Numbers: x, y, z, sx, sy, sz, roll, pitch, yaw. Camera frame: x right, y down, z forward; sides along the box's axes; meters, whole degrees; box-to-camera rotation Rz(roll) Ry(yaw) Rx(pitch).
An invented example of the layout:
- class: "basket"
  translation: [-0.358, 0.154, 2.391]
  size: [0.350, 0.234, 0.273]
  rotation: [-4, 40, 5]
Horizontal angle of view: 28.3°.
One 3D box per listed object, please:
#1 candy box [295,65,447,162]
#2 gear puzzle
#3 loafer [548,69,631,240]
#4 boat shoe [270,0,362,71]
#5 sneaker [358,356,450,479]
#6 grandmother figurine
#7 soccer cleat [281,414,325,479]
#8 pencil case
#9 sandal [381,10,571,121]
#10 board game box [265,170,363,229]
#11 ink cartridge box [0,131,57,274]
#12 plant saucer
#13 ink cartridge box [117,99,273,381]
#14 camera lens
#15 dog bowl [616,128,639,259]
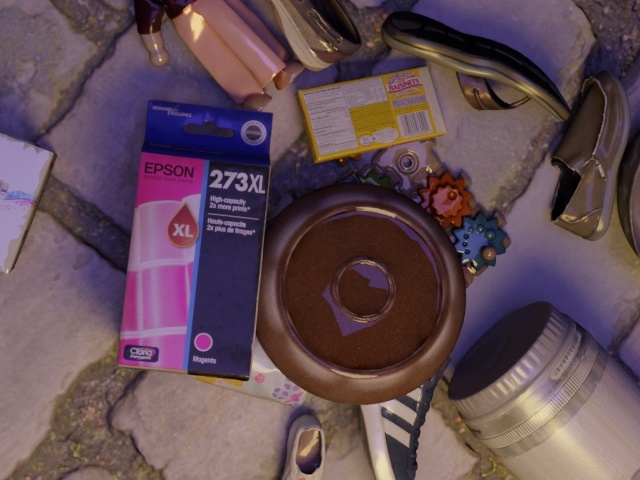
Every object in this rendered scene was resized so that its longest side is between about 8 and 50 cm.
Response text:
- class: "candy box"
  translation: [0.073, -0.181, 1.806]
  size: [0.206, 0.027, 0.105]
  rotation: [-13, 81, -19]
- class: "gear puzzle"
  translation: [0.125, -0.066, 1.838]
  size: [0.175, 0.044, 0.339]
  rotation: [-43, 98, -5]
- class: "loafer"
  translation: [0.389, -0.127, 1.855]
  size: [0.087, 0.094, 0.251]
  rotation: [6, 92, -14]
- class: "boat shoe"
  translation: [-0.036, -0.364, 1.708]
  size: [0.092, 0.103, 0.285]
  rotation: [-17, 115, 31]
- class: "sneaker"
  translation: [0.123, 0.227, 1.807]
  size: [0.148, 0.131, 0.350]
  rotation: [-13, 94, -5]
- class: "grandmother figurine"
  translation: [-0.171, -0.335, 1.750]
  size: [0.342, 0.104, 0.208]
  rotation: [45, 76, -11]
- class: "soccer cleat"
  translation: [-0.026, 0.348, 1.814]
  size: [0.068, 0.076, 0.196]
  rotation: [3, 92, -10]
- class: "pencil case"
  translation: [-0.135, 0.144, 1.770]
  size: [0.273, 0.124, 0.113]
  rotation: [19, 130, -9]
- class: "sandal"
  translation: [0.220, -0.241, 1.827]
  size: [0.302, 0.120, 0.086]
  rotation: [21, 117, -8]
- class: "board game box"
  translation: [0.000, 0.000, 1.809]
  size: [0.186, 0.026, 0.126]
  rotation: [-29, 97, 5]
- class: "ink cartridge box"
  translation: [-0.443, -0.060, 1.698]
  size: [0.127, 0.128, 0.176]
  rotation: [22, 88, -10]
- class: "plant saucer"
  translation: [0.056, 0.069, 1.734]
  size: [0.310, 0.050, 0.311]
  rotation: [1, 81, -9]
- class: "ink cartridge box"
  translation: [-0.162, -0.006, 1.683]
  size: [0.175, 0.069, 0.371]
  rotation: [6, 79, -6]
- class: "camera lens"
  translation: [0.344, 0.250, 1.801]
  size: [0.219, 0.219, 0.274]
  rotation: [-45, 99, -5]
- class: "dog bowl"
  translation: [0.596, -0.071, 1.859]
  size: [0.348, 0.102, 0.349]
  rotation: [-3, 107, -11]
